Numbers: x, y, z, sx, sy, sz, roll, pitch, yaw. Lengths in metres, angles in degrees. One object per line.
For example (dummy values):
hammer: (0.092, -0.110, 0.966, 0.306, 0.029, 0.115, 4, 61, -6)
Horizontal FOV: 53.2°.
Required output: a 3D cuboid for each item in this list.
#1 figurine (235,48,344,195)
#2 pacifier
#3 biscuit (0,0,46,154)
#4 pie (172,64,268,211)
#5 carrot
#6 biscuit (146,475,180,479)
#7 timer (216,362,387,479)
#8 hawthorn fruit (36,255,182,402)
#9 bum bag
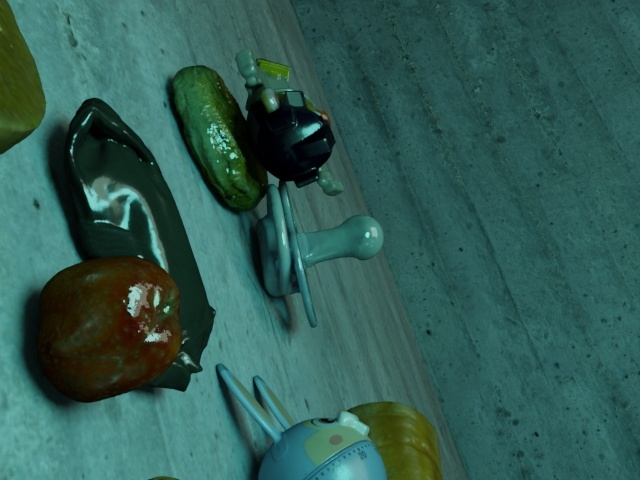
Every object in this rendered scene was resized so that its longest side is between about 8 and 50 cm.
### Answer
figurine: (-0.057, -0.196, 1.122, 0.308, 0.143, 0.308, 38, 19, -16)
pacifier: (0.000, 0.000, 1.129, 0.238, 0.226, 0.287, 82, -6, -47)
biscuit: (-0.337, -0.233, 0.439, 0.365, 0.062, 0.385, -112, 176, -77)
pie: (-0.171, -0.180, 1.123, 0.277, 0.079, 0.277, -22, 90, -83)
carrot: (0.104, 0.394, 0.954, 0.196, 0.196, 0.254, 61, 13, -26)
biscuit: (-0.123, 0.296, 0.500, 0.181, 0.049, 0.208, 19, 51, -74)
timer: (-0.011, 0.255, 0.797, 0.175, 0.175, 0.255, 45, 24, -60)
hawthorn fruit: (-0.175, 0.072, 0.536, 0.128, 0.128, 0.128, 61, 14, -26)
bum bag: (-0.195, 0.002, 0.681, 0.142, 0.080, 0.326, -10, 80, -70)
